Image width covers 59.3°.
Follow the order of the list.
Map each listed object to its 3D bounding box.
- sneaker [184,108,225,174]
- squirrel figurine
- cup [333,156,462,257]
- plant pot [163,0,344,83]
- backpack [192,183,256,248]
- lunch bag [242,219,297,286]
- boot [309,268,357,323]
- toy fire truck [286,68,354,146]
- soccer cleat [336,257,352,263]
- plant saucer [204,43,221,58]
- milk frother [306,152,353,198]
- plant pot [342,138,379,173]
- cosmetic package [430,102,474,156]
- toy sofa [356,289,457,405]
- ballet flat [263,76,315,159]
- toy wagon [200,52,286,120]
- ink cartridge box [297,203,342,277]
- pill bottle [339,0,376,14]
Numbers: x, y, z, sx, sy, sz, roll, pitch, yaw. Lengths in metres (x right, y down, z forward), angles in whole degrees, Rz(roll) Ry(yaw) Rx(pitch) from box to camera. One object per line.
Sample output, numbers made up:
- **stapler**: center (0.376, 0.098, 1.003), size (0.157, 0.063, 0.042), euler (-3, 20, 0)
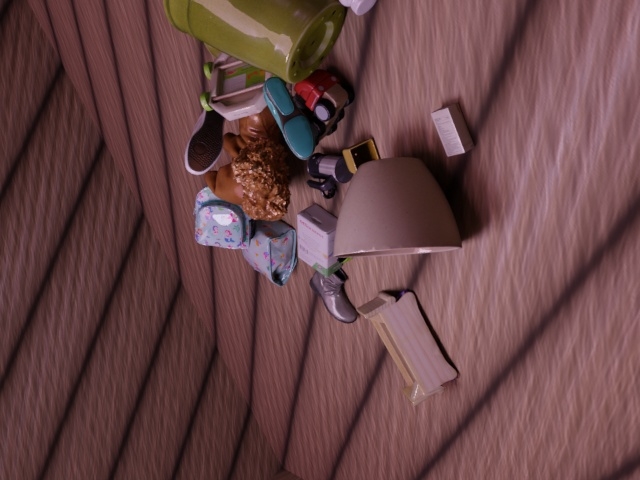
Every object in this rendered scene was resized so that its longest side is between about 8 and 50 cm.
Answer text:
- **sneaker**: center (-0.365, -0.316, 1.801), size (0.106, 0.290, 0.123), euler (22, 151, -16)
- **squirrel figurine**: center (-0.189, -0.279, 1.830), size (0.397, 0.281, 0.370), euler (-120, 40, -50)
- **cup**: center (0.192, -0.084, 1.464), size (0.331, 0.331, 0.236), euler (-11, 81, 58)
- **plant pot**: center (-0.141, -0.598, 1.436), size (0.353, 0.366, 0.366), euler (39, 147, 9)
- **backpack**: center (-0.353, -0.098, 2.070), size (0.225, 0.191, 0.253), euler (9, 112, 4)
- **lunch bag**: center (-0.215, 0.038, 2.274), size (0.223, 0.160, 0.262), euler (30, 135, 37)
- **boot**: center (0.060, 0.186, 2.090), size (0.246, 0.083, 0.161), euler (47, 142, 15)
- **toy fire truck**: center (-0.040, -0.427, 1.628), size (0.246, 0.158, 0.217), euler (44, 149, 4)
- **soccer cleat**: center (0.088, 0.008, 1.885), size (0.060, 0.072, 0.178), euler (37, 144, 32)
- **plant saucer**: center (-0.335, -0.715, 1.875), size (0.241, 0.037, 0.240), euler (36, 144, 32)
- **milk frother**: center (0.043, -0.196, 1.761), size (0.143, 0.129, 0.135), euler (25, 175, -41)
- **plant pot**: center (0.109, -0.242, 1.624), size (0.083, 0.081, 0.081), euler (18, 133, 64)
- **cosmetic package**: center (0.314, -0.263, 1.336), size (0.060, 0.041, 0.115), euler (-2, 116, 57)
- **toy sofa**: center (0.285, 0.341, 1.863), size (0.362, 0.177, 0.150), euler (60, 174, -4)
- **ballet flat**: center (-0.086, -0.342, 1.584), size (0.247, 0.083, 0.087), euler (63, 174, -6)
- **toy wagon**: center (-0.229, -0.531, 1.713), size (0.267, 0.344, 0.068), euler (-10, 154, 21)
- **ink cartridge box**: center (0.000, 0.000, 1.988), size (0.154, 0.093, 0.212), euler (35, 144, 32)
- **pill bottle**: center (0.062, -0.618, 1.334), size (0.160, 0.087, 0.087), euler (52, 149, 9)
